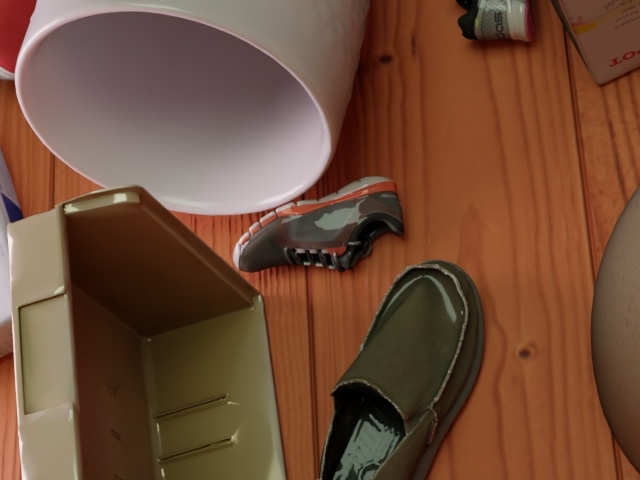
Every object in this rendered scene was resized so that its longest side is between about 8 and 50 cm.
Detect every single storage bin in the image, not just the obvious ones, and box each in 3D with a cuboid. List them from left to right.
[{"bbox_3d":[-0.136,0.127,1.497,0.123,0.260,0.262,-17,61,16],"label":"storage bin"}]

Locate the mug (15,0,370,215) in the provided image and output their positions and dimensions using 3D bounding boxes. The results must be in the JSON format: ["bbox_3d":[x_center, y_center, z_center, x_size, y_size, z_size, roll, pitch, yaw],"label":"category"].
[{"bbox_3d":[-0.123,-0.218,1.674,0.374,0.276,0.328,-24,41,42],"label":"mug"}]

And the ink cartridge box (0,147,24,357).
[{"bbox_3d":[-0.439,0.016,1.769,0.330,0.071,0.324,-28,60,9],"label":"ink cartridge box"}]

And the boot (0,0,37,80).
[{"bbox_3d":[-0.253,-0.280,1.795,0.176,0.088,0.244,-19,54,44],"label":"boot"}]

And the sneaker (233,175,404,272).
[{"bbox_3d":[0.000,0.000,1.625,0.158,0.061,0.065,-24,67,8],"label":"sneaker"}]

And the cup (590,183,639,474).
[{"bbox_3d":[0.343,0.032,1.381,0.331,0.237,0.331,-8,63,17],"label":"cup"}]

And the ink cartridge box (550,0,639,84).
[{"bbox_3d":[0.252,-0.281,1.567,0.171,0.232,0.168,-25,58,7],"label":"ink cartridge box"}]

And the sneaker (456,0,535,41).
[{"bbox_3d":[0.143,-0.250,1.688,0.075,0.063,0.170,-11,67,8],"label":"sneaker"}]

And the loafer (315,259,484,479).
[{"bbox_3d":[0.064,0.124,1.522,0.094,0.087,0.251,10,69,24],"label":"loafer"}]
